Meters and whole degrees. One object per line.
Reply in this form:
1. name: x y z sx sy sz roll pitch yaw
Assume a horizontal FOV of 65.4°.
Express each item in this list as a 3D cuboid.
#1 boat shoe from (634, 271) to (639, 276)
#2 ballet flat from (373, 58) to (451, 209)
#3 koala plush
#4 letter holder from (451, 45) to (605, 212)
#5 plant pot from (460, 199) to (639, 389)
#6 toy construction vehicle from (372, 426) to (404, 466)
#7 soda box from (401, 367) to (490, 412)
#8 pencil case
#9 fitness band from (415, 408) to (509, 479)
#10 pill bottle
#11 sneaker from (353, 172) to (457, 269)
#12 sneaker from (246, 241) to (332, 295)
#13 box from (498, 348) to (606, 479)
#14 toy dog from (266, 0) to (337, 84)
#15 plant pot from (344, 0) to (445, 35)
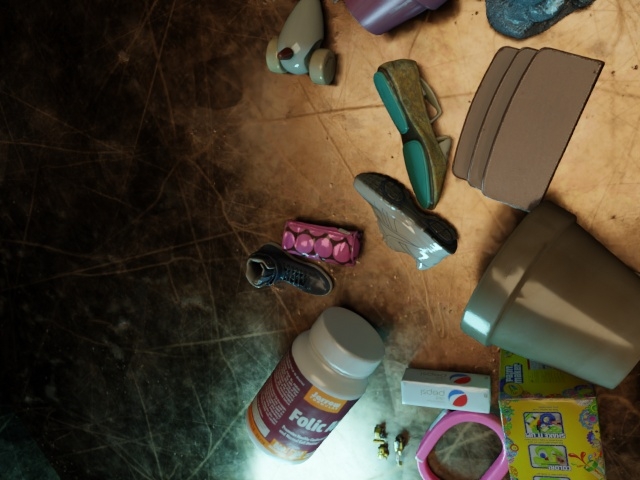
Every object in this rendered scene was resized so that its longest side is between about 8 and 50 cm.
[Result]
1. boat shoe: 0.695 0.105 1.077 0.133 0.042 0.049 29 81 -2
2. ballet flat: 0.231 -0.245 1.133 0.123 0.123 0.349 -19 98 23
3. koala plush: 0.405 -0.491 0.938 0.203 0.221 0.196 -38 89 24
4. letter holder: 0.405 -0.241 1.040 0.214 0.152 0.302 23 110 16
5. plant pot: 0.481 0.125 0.968 0.280 0.323 0.323 35 114 29
6. toy construction vehicle: 0.187 0.574 1.383 0.086 0.035 0.098 3 104 20
7. soda box: 0.318 0.378 1.264 0.216 0.074 0.069 -1 103 21
8. pencil case: 0.000 0.000 1.283 0.209 0.095 0.098 9 141 16
9. fitness band: 0.374 0.559 1.300 0.209 0.054 0.291 31 113 11
10. pill bottle: -0.015 0.378 1.307 0.224 0.224 0.392 37 113 9
11. sneaker: 0.182 -0.044 1.198 0.297 0.111 0.129 46 131 11
12. sneaker: -0.089 0.095 1.300 0.226 0.163 0.086 29 110 10
13. box: 0.499 0.397 1.084 0.177 0.290 0.279 -9 99 22
14. toy dog: -0.049 -0.522 1.133 0.220 0.161 0.334 -6 101 21
15. plant pot: 0.153 -0.542 1.047 0.180 0.201 0.201 -31 91 39
